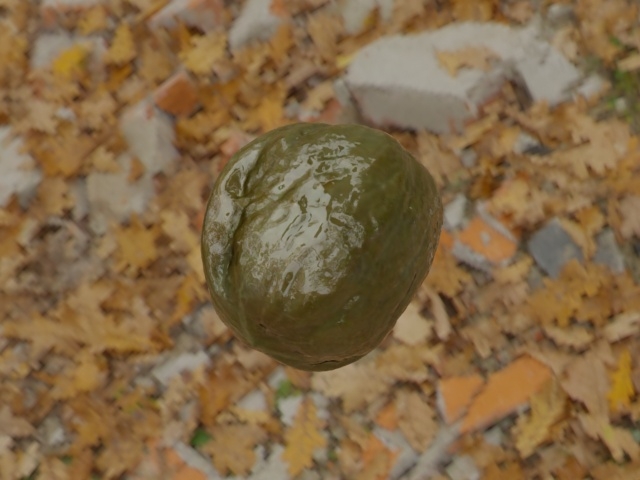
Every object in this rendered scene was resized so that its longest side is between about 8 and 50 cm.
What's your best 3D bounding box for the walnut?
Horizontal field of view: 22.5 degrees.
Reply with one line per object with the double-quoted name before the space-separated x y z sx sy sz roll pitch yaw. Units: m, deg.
"walnut" 0.000 0.000 1.703 0.227 0.283 0.283 -11 49 58
